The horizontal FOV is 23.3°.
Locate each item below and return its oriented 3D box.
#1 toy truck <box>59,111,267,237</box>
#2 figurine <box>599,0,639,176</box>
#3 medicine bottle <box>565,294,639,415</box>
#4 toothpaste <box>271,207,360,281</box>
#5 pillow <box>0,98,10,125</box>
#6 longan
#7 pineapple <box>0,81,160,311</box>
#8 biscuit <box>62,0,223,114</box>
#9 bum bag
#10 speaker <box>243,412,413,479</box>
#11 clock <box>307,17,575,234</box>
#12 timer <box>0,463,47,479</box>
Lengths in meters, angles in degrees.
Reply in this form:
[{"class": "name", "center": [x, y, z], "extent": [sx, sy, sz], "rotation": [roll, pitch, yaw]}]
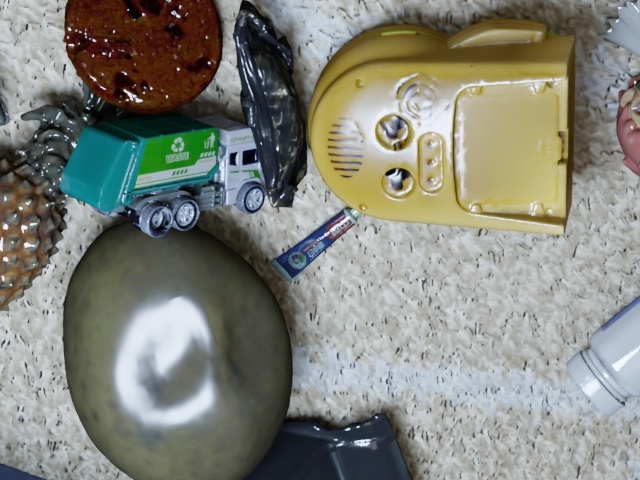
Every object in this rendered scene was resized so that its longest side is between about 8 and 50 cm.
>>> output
[{"class": "toy truck", "center": [-0.176, -0.080, 1.802], "extent": [0.253, 0.114, 0.124], "rotation": [-15, 118, -42]}, {"class": "figurine", "center": [0.423, -0.169, 1.815], "extent": [0.207, 0.166, 0.386], "rotation": [7, 109, 14]}, {"class": "medicine bottle", "center": [0.410, 0.131, 1.963], "extent": [0.187, 0.103, 0.103], "rotation": [-42, 107, 14]}, {"class": "toothpaste", "center": [0.000, 0.000, 1.947], "extent": [0.140, 0.021, 0.037], "rotation": [-39, 103, 16]}, {"class": "pillow", "center": [-0.508, -0.254, 1.781], "extent": [0.228, 0.101, 0.326], "rotation": [-15, 106, -5]}, {"class": "longan", "center": [-0.174, 0.139, 1.872], "extent": [0.288, 0.288, 0.350], "rotation": [-15, 100, 4]}, {"class": "pineapple", "center": [-0.343, -0.056, 1.856], "extent": [0.361, 0.175, 0.175], "rotation": [-41, 107, -3]}, {"class": "biscuit", "center": [-0.205, -0.240, 1.801], "extent": [0.192, 0.049, 0.192], "rotation": [1, 87, -22]}, {"class": "bum bag", "center": [-0.058, -0.160, 1.812], "extent": [0.069, 0.102, 0.248], "rotation": [-8, 95, 5]}, {"class": "speaker", "center": [-0.066, 0.375, 1.926], "extent": [0.184, 0.388, 0.180], "rotation": [-5, 117, 40]}, {"class": "clock", "center": [0.140, -0.133, 1.819], "extent": [0.317, 0.200, 0.244], "rotation": [1, 109, 7]}, {"class": "timer", "center": [-0.424, 0.381, 1.890], "extent": [0.395, 0.395, 0.173], "rotation": [22, 89, -10]}]
